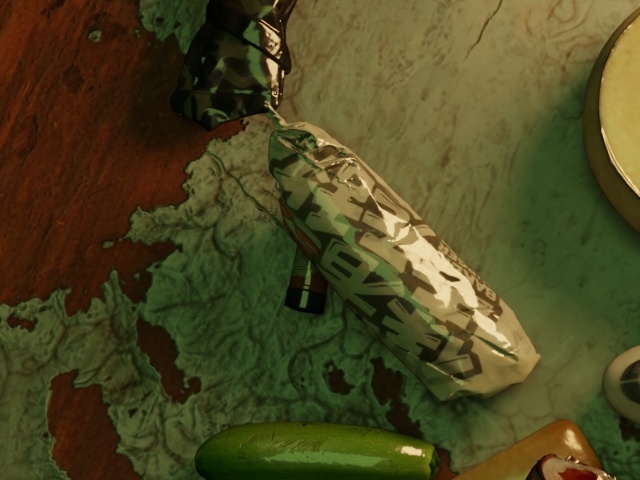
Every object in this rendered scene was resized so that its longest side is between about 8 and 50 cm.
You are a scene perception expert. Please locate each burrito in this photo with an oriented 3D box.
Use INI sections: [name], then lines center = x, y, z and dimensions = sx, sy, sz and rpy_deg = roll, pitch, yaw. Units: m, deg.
[burrito]
center = 0.067, 0.016, 1.911
dimensions = 0.139, 0.101, 0.445
rpy_deg = -43, 88, -8

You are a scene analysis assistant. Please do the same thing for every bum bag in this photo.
[bum bag]
center = -0.082, -0.294, 2.031
dimensions = 0.144, 0.095, 0.340
rpy_deg = 13, 79, 25

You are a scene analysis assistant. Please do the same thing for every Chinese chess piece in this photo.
[Chinese chess piece]
center = 0.476, -0.142, 1.902
dimensions = 0.338, 0.140, 0.338
rpy_deg = -2, 78, 9

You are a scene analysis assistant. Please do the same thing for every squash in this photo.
[squash]
center = -0.006, 0.254, 1.916
dimensions = 0.292, 0.082, 0.082
rpy_deg = 0, 79, 8

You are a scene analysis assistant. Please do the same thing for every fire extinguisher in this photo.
[fire extinguisher]
center = 0.000, 0.000, 1.981
dimensions = 0.062, 0.050, 0.177
rpy_deg = 6, 79, 34

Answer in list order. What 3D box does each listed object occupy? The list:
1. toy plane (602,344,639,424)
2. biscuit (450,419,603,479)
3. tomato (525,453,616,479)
[toy plane]
center = 0.446, 0.165, 1.853
dimensions = 0.252, 0.118, 0.252
rpy_deg = -4, 77, 16
[biscuit]
center = 0.225, 0.367, 1.873
dimensions = 0.291, 0.062, 0.237
rpy_deg = -29, 77, 0
[tomato]
center = 0.295, 0.346, 1.767
dimensions = 0.214, 0.181, 0.155
rpy_deg = 32, 102, 19
